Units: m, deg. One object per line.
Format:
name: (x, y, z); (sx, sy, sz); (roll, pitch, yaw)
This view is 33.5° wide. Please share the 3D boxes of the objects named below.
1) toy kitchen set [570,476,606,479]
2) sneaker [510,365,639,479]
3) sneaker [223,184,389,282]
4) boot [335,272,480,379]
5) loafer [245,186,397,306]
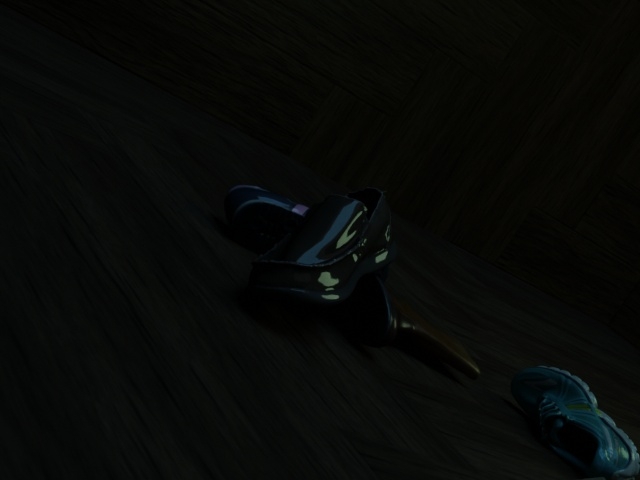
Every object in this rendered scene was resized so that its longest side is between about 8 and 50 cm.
toy kitchen set: (0.348, 0.357, 1.361); (0.075, 0.068, 0.083); (-1, 22, -19)
sneaker: (0.392, 0.285, 1.694); (0.110, 0.107, 0.275); (15, 18, -35)
sneaker: (-0.023, -0.012, 1.791); (0.319, 0.112, 0.131); (29, 13, -32)
boot: (0.138, 0.152, 1.664); (0.280, 0.096, 0.264); (37, -1, -24)
loafer: (0.000, 0.000, 1.497); (0.134, 0.130, 0.366); (3, 14, 22)
